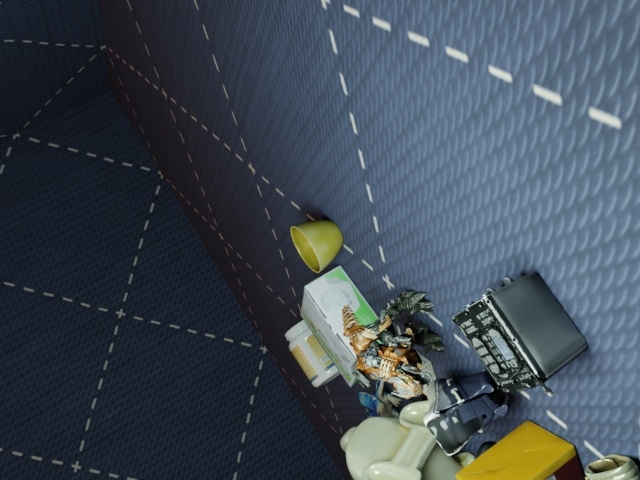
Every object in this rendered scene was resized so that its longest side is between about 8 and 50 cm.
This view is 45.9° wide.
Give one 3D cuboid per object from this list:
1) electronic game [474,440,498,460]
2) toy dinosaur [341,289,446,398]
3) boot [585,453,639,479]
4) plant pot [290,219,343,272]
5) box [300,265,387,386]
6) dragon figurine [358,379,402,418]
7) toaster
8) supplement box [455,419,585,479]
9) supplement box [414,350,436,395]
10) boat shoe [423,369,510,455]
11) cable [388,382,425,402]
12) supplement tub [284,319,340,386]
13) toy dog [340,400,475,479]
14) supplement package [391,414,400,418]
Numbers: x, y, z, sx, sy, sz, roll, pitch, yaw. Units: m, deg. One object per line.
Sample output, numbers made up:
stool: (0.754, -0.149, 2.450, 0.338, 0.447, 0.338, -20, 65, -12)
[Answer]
electronic game: (0.374, 0.540, 1.590, 0.048, 0.229, 0.229, -17, 107, 31)
toy dinosaur: (0.142, 0.214, 1.643, 0.322, 0.218, 0.164, 48, 160, 33)
boot: (0.499, 0.445, 1.262, 0.165, 0.077, 0.213, 55, 157, 12)
plant pot: (0.000, 0.000, 1.899, 0.134, 0.095, 0.134, 51, 161, 25)
box: (0.065, 0.238, 2.055, 0.262, 0.127, 0.231, 54, 161, 19)
dragon figurine: (0.168, 0.466, 2.211, 0.144, 0.085, 0.289, 36, 153, 51)
toaster: (0.322, 0.157, 1.227, 0.185, 0.110, 0.168, 57, 163, 10)
supplement box: (0.394, 0.489, 1.430, 0.129, 0.191, 0.194, 21, 138, 63)
supplement box: (0.249, 0.325, 1.833, 0.062, 0.036, 0.098, 35, 150, 55)
boat shoe: (0.312, 0.330, 1.560, 0.127, 0.158, 0.340, 55, -169, 2)
cable: (0.213, 0.374, 1.974, 0.151, 0.047, 0.184, 24, 163, 34)
supplement tub: (-0.012, 0.356, 2.436, 0.199, 0.144, 0.144, 56, 163, 13)
toy dog: (0.247, 0.643, 1.888, 0.395, 0.284, 0.408, -11, 122, 39)
supplement package: (0.200, 0.558, 2.087, 0.105, 0.179, 0.105, 62, -152, -9)
